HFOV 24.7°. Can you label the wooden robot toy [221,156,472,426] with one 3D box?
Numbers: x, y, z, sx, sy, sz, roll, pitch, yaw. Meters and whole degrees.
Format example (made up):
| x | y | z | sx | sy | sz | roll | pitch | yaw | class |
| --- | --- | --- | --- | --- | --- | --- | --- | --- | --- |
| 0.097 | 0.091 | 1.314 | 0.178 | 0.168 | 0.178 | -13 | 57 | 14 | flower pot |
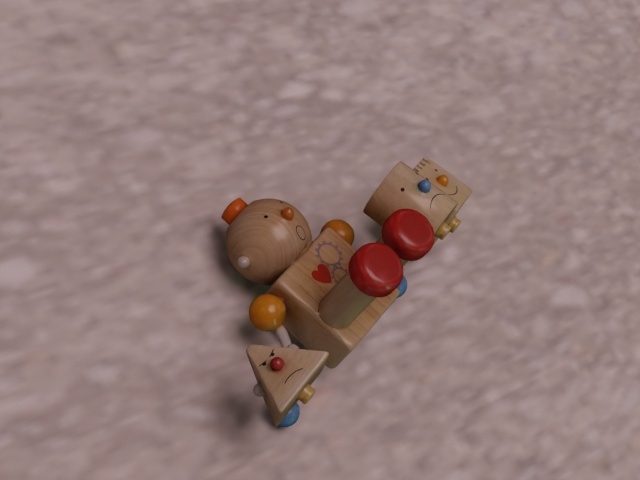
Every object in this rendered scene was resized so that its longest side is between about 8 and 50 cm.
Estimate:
| x | y | z | sx | sy | sz | roll | pitch | yaw | class |
| --- | --- | --- | --- | --- | --- | --- | --- | --- | --- |
| 0.000 | 0.000 | 0.599 | 0.079 | 0.076 | 0.173 | 38 | 47 | 6 | wooden robot toy |
